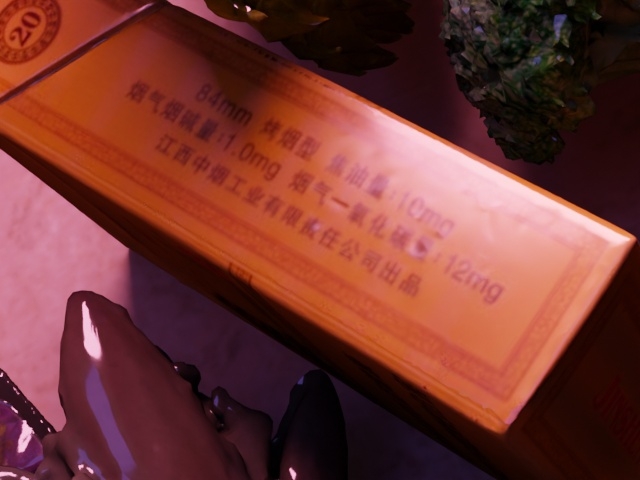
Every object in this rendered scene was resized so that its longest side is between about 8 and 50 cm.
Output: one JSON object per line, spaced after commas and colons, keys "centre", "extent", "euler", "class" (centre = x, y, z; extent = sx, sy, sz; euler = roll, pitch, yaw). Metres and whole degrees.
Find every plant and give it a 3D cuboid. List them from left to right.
{"centre": [-0.025, 0.169, 0.517], "extent": [0.194, 0.181, 0.320], "euler": [-40, 63, 0], "class": "plant"}

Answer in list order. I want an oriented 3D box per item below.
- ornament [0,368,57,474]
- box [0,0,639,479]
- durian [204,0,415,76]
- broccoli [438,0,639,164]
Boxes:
{"centre": [-0.199, 0.054, 0.631], "extent": [0.088, 0.203, 0.081], "euler": [-50, 51, -3], "class": "ornament"}
{"centre": [0.000, 0.000, 0.583], "extent": [0.274, 0.174, 0.076], "euler": [30, 81, 30], "class": "box"}
{"centre": [-0.037, -0.149, 0.593], "extent": [0.169, 0.352, 0.158], "euler": [9, 95, 13], "class": "durian"}
{"centre": [0.175, -0.124, 0.569], "extent": [0.254, 0.269, 0.269], "euler": [-50, 49, 39], "class": "broccoli"}
